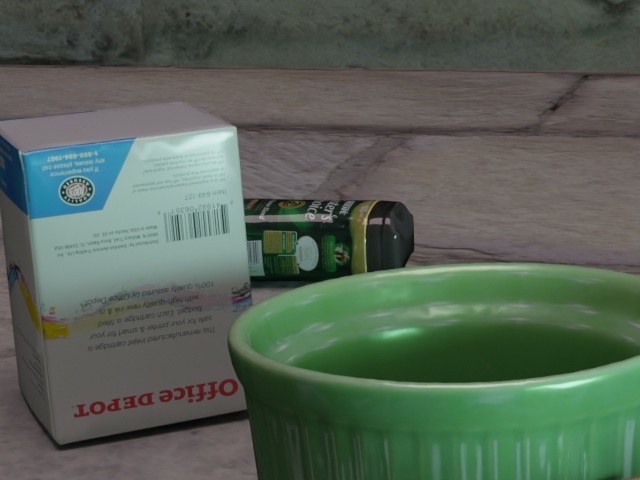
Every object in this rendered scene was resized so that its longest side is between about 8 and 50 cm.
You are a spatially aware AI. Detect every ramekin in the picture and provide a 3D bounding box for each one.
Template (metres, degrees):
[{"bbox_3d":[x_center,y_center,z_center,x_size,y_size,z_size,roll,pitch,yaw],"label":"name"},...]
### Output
[{"bbox_3d":[0.096,0.119,1.126,0.303,0.148,0.303,-3,12,1],"label":"ramekin"}]

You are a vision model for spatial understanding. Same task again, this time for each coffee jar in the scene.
[{"bbox_3d":[0.000,0.000,1.750,0.184,0.079,0.096,1,15,13],"label":"coffee jar"}]

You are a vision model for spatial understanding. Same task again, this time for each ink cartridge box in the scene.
[{"bbox_3d":[-0.159,0.020,1.404,0.171,0.233,0.168,-8,14,-18],"label":"ink cartridge box"}]

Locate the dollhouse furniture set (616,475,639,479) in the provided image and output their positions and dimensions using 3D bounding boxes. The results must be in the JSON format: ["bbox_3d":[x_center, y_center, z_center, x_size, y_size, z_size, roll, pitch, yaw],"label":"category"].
[{"bbox_3d":[0.207,0.205,0.865,0.259,0.135,0.262,-10,4,-5],"label":"dollhouse furniture set"}]
